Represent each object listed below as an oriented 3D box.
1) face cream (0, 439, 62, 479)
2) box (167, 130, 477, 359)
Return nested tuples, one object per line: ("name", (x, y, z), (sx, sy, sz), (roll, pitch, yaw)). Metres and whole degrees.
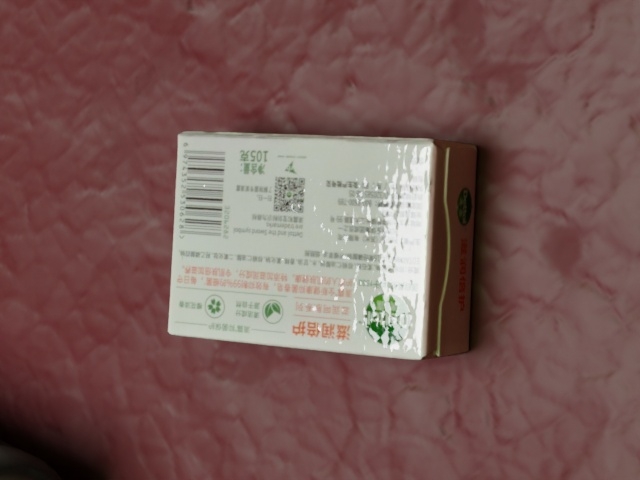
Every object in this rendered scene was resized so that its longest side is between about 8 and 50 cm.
("face cream", (-0.213, 0.152, 0.808), (0.153, 0.177, 0.177), (20, 101, 28))
("box", (0.000, 0.000, 0.759), (0.125, 0.043, 0.089), (5, 93, 30))
